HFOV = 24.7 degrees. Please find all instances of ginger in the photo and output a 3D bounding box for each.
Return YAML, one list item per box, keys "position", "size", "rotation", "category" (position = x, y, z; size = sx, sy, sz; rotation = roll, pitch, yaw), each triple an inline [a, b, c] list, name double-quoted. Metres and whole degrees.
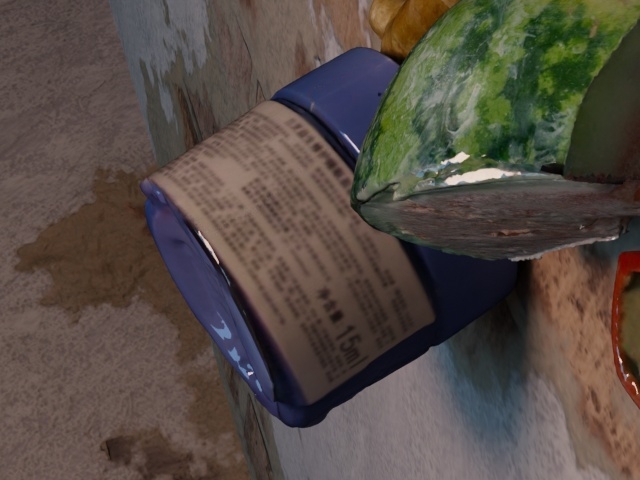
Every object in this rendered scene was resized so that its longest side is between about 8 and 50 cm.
- position: [0.100, -0.172, 1.123]
  size: [0.299, 0.065, 0.118]
  rotation: [150, 101, -73]
  category: "ginger"

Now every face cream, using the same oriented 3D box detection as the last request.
- position: [0.000, 0.000, 1.191]
  size: [0.249, 0.225, 0.249]
  rotation: [54, 165, 21]
  category: "face cream"

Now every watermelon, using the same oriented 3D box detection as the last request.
- position: [0.124, -0.062, 0.881]
  size: [0.180, 0.224, 0.305]
  rotation: [53, 162, -5]
  category: "watermelon"

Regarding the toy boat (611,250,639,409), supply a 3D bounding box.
- position: [0.250, 0.108, 0.714]
  size: [0.392, 0.079, 0.136]
  rotation: [-128, 32, -64]
  category: "toy boat"
